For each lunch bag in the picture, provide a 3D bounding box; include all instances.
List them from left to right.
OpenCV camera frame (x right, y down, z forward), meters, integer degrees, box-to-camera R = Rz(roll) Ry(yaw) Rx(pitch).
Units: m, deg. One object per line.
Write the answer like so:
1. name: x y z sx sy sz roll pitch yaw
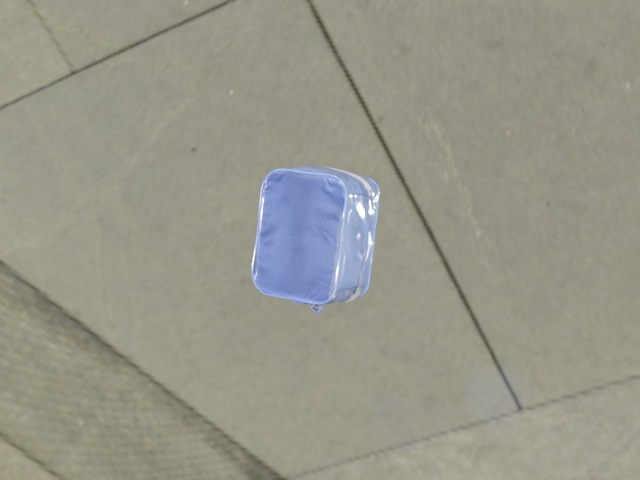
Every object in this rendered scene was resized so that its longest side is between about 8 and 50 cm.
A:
1. lunch bag: 0.000 0.000 0.774 0.067 0.065 0.098 12 98 27
